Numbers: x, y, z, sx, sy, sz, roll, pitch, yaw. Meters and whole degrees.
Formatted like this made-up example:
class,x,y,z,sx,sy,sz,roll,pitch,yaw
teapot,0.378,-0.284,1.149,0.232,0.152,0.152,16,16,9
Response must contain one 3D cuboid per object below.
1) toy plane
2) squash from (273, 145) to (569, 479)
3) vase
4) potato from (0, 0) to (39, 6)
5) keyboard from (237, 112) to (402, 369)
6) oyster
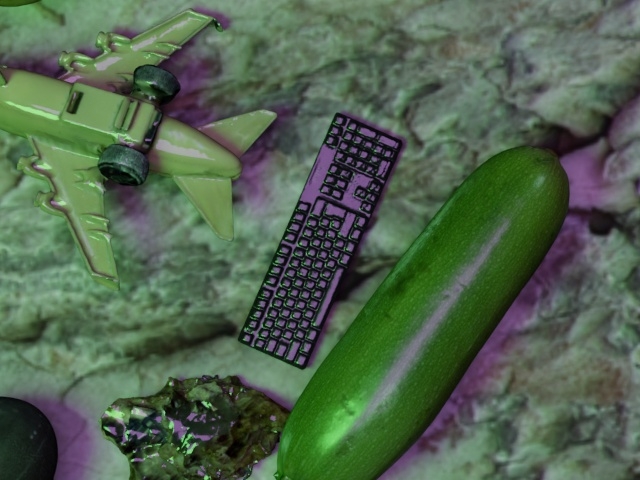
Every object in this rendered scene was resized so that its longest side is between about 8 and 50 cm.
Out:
class,x,y,z,sx,sy,sz,roll,pitch,yaw
toy plane,-0.173,-0.090,1.319,0.256,0.104,0.242,21,72,-8
squash,0.073,0.080,1.317,0.101,0.101,0.379,39,88,0
vase,-0.228,0.205,1.301,0.120,0.120,0.183,-46,108,-3
potato,-0.216,-0.312,1.303,0.191,0.141,0.296,36,88,16
keyboard,0.000,0.000,1.358,0.061,0.013,0.204,24,87,-2
oyster,-0.093,0.154,1.331,0.148,0.051,0.103,-22,96,-13
